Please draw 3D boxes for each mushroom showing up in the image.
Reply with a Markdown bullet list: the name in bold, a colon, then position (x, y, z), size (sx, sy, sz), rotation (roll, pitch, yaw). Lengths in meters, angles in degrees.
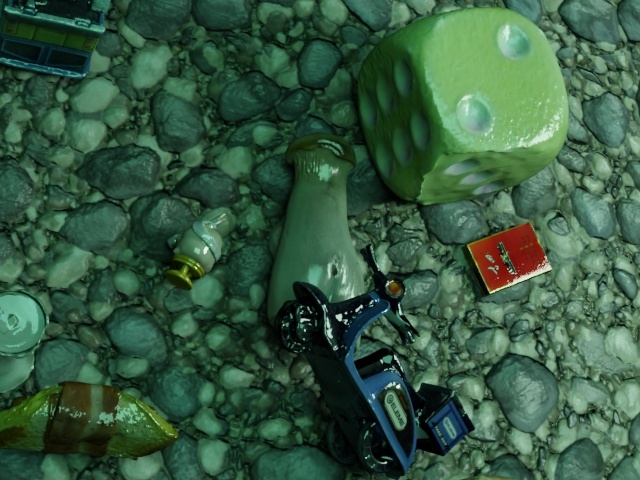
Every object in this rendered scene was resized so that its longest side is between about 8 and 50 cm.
- **mushroom**: position (0.000, 0.000, 1.998), size (0.159, 0.122, 0.328), rotation (29, 59, -51)

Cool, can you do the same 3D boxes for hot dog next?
- **hot dog**: position (-0.327, 0.237, 1.779), size (0.262, 0.123, 0.093), rotation (8, 58, -22)

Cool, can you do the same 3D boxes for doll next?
- **doll**: position (-0.187, 0.007, 1.940), size (0.084, 0.073, 0.127), rotation (21, 64, 22)

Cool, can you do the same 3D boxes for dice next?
- **dice**: position (0.222, -0.208, 2.062), size (0.250, 0.252, 0.254), rotation (-12, 77, -23)

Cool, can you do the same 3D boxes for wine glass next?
- **wine glass**: position (-0.423, 0.132, 1.741), size (0.122, 0.183, 0.122), rotation (6, 72, -20)

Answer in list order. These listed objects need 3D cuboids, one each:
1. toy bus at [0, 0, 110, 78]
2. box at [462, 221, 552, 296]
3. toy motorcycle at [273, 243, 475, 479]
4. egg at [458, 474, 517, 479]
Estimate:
- **toy bus**: position (-0.385, -0.420, 1.934), size (0.152, 0.190, 0.312), rotation (10, 70, -17)
- **box**: position (0.306, 0.030, 2.142), size (0.133, 0.023, 0.090), rotation (-18, 78, -25)
- **toy motorcycle**: position (0.072, 0.182, 1.898), size (0.213, 0.125, 0.358), rotation (-40, 115, -26)
- **egg**: position (0.256, 0.440, 1.892), size (0.245, 0.203, 0.203), rotation (25, 65, -23)
